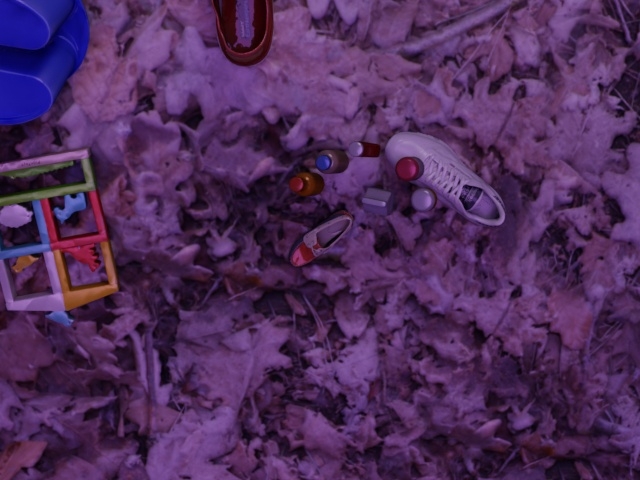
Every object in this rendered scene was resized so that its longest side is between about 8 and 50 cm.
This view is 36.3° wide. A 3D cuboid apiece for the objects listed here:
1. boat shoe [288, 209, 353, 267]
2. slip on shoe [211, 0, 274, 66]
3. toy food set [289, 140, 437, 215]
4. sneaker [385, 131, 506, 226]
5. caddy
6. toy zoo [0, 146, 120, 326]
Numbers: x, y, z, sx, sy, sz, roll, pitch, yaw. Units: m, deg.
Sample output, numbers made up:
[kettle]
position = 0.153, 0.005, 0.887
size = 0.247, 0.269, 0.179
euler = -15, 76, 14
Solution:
[boat shoe]
position = 0.000, 0.000, 1.667
size = 0.137, 0.043, 0.049
euler = -38, 106, 7
[slip on shoe]
position = -0.127, -0.435, 1.515
size = 0.122, 0.101, 0.332
euler = -4, 103, -2
[toy food set]
position = 0.072, -0.102, 1.578
size = 0.232, 0.104, 0.111
euler = 13, 98, 15
[sneaker]
position = 0.213, -0.103, 1.633
size = 0.235, 0.095, 0.090
euler = 31, 102, -9
[caddy]
position = -0.527, -0.318, 1.475
size = 0.341, 0.179, 0.241
euler = 5, 126, -7
[toy zoo]
position = -0.451, 0.003, 1.636
size = 0.192, 0.030, 0.293
euler = -10, 105, -2
